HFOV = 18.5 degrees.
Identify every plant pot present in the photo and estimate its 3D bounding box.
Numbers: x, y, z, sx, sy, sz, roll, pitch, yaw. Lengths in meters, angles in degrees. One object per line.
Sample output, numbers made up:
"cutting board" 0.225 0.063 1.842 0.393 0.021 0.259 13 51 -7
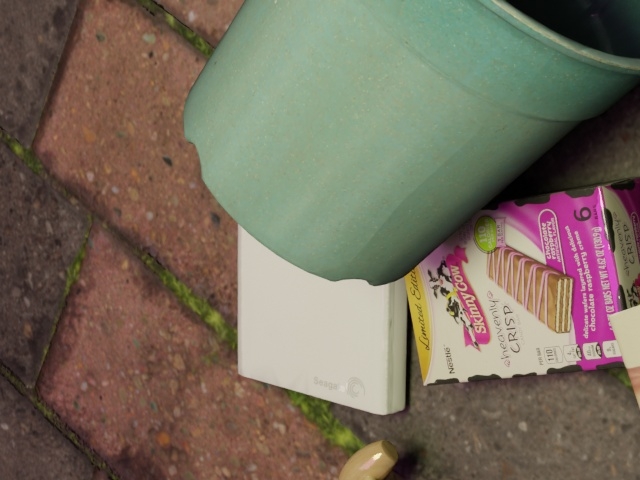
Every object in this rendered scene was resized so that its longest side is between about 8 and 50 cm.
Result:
"plant pot" 0.074 -0.158 1.627 0.334 0.341 0.341 -48 66 33

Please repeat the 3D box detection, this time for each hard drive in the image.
"hard drive" 0.000 0.000 1.916 0.203 0.040 0.307 12 107 41

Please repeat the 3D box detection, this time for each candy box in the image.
"candy box" 0.186 0.040 1.748 0.233 0.071 0.159 -11 90 42

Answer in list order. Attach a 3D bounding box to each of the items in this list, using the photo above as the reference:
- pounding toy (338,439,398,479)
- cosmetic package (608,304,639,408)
"pounding toy" 0.059 0.338 1.851 0.154 0.155 0.269 -34 74 35
"cosmetic package" 0.360 0.171 1.563 0.129 0.153 0.296 -23 80 40
